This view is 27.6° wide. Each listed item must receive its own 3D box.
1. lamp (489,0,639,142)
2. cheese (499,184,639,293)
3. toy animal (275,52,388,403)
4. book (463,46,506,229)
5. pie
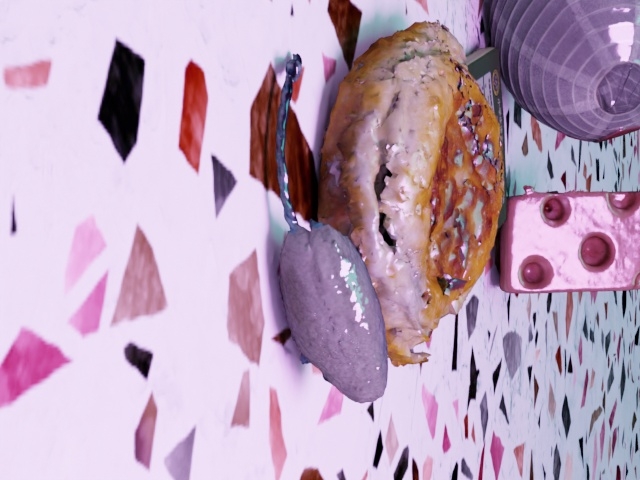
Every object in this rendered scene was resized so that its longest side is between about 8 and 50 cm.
[{"bbox_3d":[0.306,-0.229,1.461,0.265,0.233,0.233,98,10,-46],"label":"lamp"},{"bbox_3d":[0.295,-0.007,1.579,0.177,0.203,0.128,-163,-109,-79],"label":"cheese"},{"bbox_3d":[-0.005,-0.001,0.913,0.079,0.070,0.253,-152,-135,-74],"label":"toy animal"},{"bbox_3d":[0.148,-0.081,1.342,0.264,0.027,0.202,-39,126,-63],"label":"book"},{"bbox_3d":[0.081,-0.044,1.077,0.308,0.085,0.308,4,90,-67],"label":"pie"}]
